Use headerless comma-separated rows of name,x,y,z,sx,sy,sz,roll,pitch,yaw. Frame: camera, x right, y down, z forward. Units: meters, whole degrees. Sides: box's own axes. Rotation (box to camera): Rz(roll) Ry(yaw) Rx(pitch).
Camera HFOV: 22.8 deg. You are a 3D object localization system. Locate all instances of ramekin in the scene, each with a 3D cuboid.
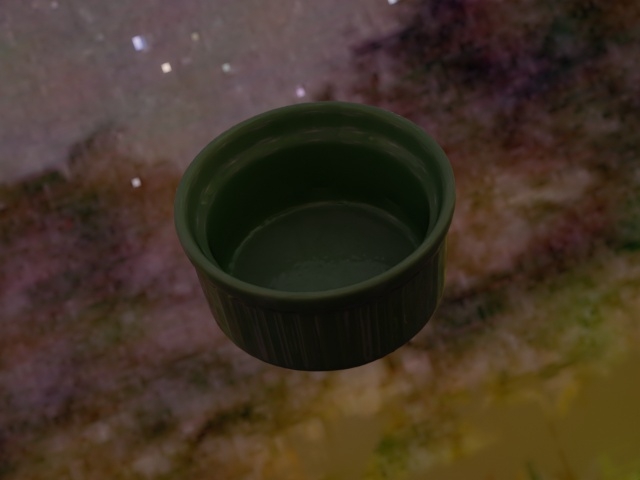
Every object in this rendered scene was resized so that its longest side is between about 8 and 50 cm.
ramekin,0.000,0.000,1.742,0.303,0.303,0.148,-18,-44,-10
